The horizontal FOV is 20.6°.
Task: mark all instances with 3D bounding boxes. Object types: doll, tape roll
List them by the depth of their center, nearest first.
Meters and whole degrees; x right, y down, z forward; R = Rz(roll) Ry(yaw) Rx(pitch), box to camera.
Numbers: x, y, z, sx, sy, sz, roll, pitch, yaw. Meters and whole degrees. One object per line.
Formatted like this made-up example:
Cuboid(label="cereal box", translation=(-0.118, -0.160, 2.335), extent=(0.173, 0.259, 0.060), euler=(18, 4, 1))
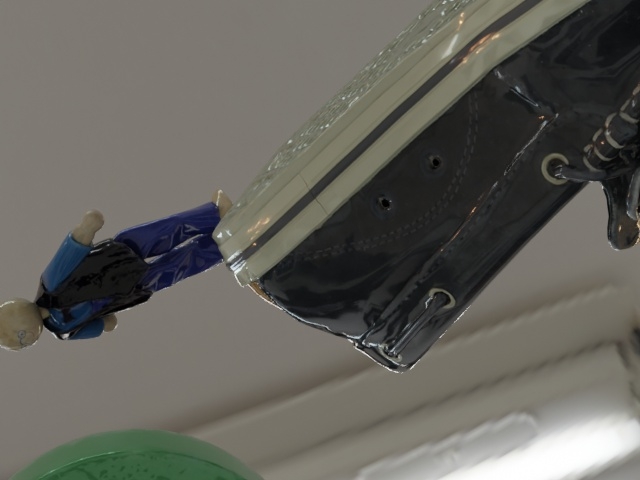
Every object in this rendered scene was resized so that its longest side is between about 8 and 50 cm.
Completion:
Cuboid(label="doll", translation=(-0.147, 0.023, 1.245), extent=(0.189, 0.046, 0.129), euler=(-25, -35, -14))
Cuboid(label="tape roll", translation=(-0.157, 0.325, 1.508), extent=(0.321, 0.077, 0.321), euler=(-1, -82, -9))

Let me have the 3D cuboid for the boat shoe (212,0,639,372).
Cuboid(label="boat shoe", translation=(0.144, -0.090, 0.906), extent=(0.156, 0.187, 0.500), euler=(45, -54, -7))
